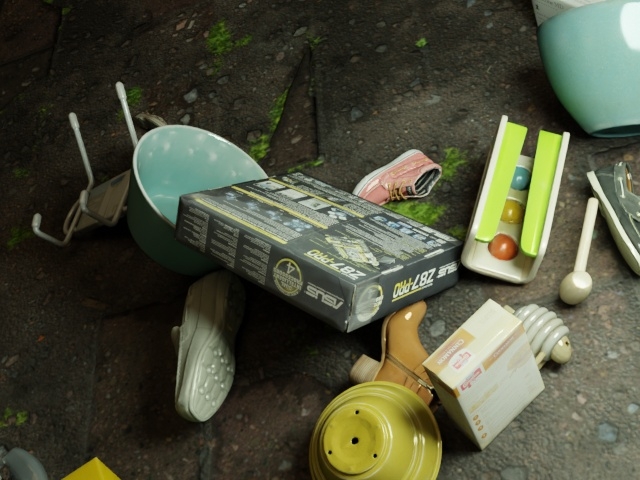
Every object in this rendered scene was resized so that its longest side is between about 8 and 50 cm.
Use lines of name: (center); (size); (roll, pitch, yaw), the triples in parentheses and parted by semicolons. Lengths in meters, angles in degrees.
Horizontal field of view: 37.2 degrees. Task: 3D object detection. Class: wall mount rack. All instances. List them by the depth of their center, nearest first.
wall mount rack: (-0.478, -0.150, 2.013); (0.350, 0.130, 0.304); (-17, 49, 44)

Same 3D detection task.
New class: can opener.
can opener: (-0.443, 0.418, 1.478); (0.095, 0.076, 0.283); (-45, 47, -15)

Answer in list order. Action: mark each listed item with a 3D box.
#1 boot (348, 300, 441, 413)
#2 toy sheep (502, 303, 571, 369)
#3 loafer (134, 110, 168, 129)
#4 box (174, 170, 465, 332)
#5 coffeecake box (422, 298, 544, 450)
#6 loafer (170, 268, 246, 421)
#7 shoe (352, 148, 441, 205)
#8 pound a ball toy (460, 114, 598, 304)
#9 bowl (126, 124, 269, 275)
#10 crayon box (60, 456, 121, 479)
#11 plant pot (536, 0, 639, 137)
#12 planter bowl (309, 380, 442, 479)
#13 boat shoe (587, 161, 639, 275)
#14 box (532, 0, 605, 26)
boot: (0.158, 0.192, 1.539); (0.152, 0.073, 0.197); (24, 68, 34)
toy sheep: (0.334, 0.144, 1.477); (0.132, 0.091, 0.091); (40, 74, 24)
loafer: (-0.390, -0.281, 2.236); (0.125, 0.045, 0.039); (22, 57, 41)
box: (0.000, 0.000, 1.621); (0.394, 0.097, 0.318); (25, 25, 33)
coffeecake box: (0.244, 0.200, 1.400); (0.142, 0.185, 0.068); (-41, 46, -12)
loafer: (-0.212, 0.188, 1.697); (0.111, 0.112, 0.319); (-14, 39, 22)
shoe: (0.144, -0.103, 1.800); (0.178, 0.063, 0.081); (-36, 40, -12)
pound a ball toy: (0.363, -0.037, 1.614); (0.208, 0.136, 0.319); (16, 56, 6)
bowl: (-0.245, -0.055, 1.823); (0.163, 0.311, 0.312); (-50, 31, 37)
crayon box: (-0.438, 0.567, 1.471); (0.363, 0.106, 0.313); (-32, 44, -4)
plant pot: (0.531, -0.287, 1.659); (0.290, 0.290, 0.196); (-4, 87, 23)
planter bowl: (0.065, 0.307, 1.422); (0.217, 0.090, 0.217); (-10, 65, 21)
boat shoe: (0.505, -0.043, 1.557); (0.079, 0.084, 0.233); (-18, 43, 12)
box: (0.549, -0.492, 1.905); (0.182, 0.119, 0.181); (-39, 45, -10)
